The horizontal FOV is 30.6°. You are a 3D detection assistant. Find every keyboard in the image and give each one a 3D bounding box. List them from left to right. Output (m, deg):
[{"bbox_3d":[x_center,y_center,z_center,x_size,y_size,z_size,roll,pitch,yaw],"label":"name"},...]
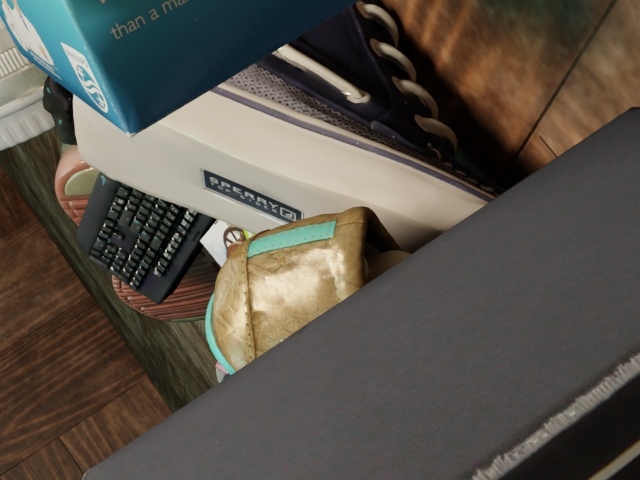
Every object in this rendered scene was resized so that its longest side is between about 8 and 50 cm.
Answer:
[{"bbox_3d":[-0.125,-0.015,1.127,0.201,0.033,0.317,30,146,-6],"label":"keyboard"}]

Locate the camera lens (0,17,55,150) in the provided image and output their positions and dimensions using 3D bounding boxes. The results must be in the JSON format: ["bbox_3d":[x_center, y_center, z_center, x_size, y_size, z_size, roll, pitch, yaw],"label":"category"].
[{"bbox_3d":[-0.333,-0.248,1.130,0.219,0.219,0.274,26,146,60],"label":"camera lens"}]

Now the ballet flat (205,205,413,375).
[{"bbox_3d":[0.102,0.087,0.599,0.342,0.116,0.124,37,130,-23],"label":"ballet flat"}]

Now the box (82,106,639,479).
[{"bbox_3d":[0.119,0.143,0.451,0.294,0.296,0.182,63,163,-19],"label":"box"}]

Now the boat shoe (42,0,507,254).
[{"bbox_3d":[0.029,-0.066,0.656,0.340,0.158,0.127,26,154,4],"label":"boat shoe"}]

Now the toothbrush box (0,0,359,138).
[{"bbox_3d":[-0.057,-0.224,0.403,0.126,0.216,0.296,34,151,51],"label":"toothbrush box"}]

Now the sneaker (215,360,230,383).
[{"bbox_3d":[-0.058,0.152,1.149,0.131,0.112,0.319,50,161,10],"label":"sneaker"}]

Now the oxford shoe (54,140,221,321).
[{"bbox_3d":[-0.186,-0.033,1.348,0.397,0.140,0.147,75,-173,-58],"label":"oxford shoe"}]

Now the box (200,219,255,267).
[{"bbox_3d":[0.036,0.041,0.789,0.233,0.044,0.159,50,136,7],"label":"box"}]
